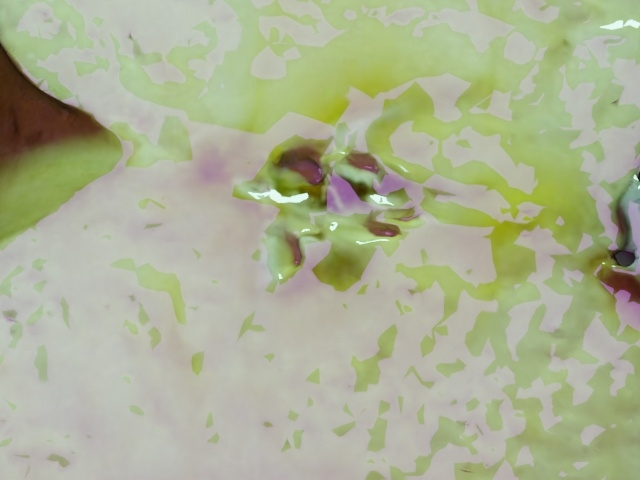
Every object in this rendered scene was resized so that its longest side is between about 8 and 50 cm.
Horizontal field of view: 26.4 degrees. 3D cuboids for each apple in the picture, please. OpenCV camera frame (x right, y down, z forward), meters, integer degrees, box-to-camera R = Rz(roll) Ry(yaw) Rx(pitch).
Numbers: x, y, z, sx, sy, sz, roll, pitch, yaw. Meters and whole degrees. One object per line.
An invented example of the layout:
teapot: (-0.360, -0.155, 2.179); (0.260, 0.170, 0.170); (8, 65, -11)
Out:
apple: (0.000, 0.000, 0.491); (0.251, 0.163, 0.293); (8, 81, 2)
